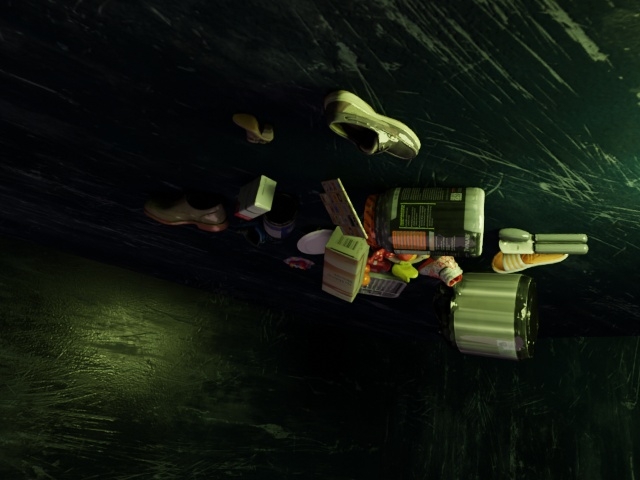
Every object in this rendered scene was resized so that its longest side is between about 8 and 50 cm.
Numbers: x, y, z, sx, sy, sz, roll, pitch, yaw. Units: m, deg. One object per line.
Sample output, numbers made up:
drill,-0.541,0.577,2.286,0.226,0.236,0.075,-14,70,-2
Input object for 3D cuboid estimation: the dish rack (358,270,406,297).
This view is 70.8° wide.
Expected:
dish rack,0.283,0.209,2.319,0.285,0.072,0.333,9,161,2

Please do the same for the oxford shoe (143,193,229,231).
oxford shoe,-0.516,-0.135,1.718,0.348,0.123,0.130,8,134,8

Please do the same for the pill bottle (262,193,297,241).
pill bottle,-0.149,-0.075,1.648,0.122,0.123,0.219,10,161,-2

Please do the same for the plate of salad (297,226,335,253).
plate of salad,0.000,0.000,1.878,0.199,0.048,0.200,-8,151,-4

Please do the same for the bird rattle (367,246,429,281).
bird rattle,0.324,0.044,1.839,0.253,0.143,0.207,37,137,-28

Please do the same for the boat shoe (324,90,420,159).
boat shoe,0.124,-0.251,1.078,0.285,0.092,0.102,23,156,-34

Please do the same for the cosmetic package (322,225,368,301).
cosmetic package,0.100,0.101,1.834,0.153,0.129,0.296,21,143,16

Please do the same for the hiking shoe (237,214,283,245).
hiking shoe,-0.245,-0.033,1.794,0.113,0.132,0.304,-2,158,28

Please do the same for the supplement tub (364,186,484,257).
supplement tub,0.313,-0.057,1.361,0.337,0.207,0.207,3,159,19

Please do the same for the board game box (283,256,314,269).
board game box,-0.115,0.127,2.329,0.133,0.033,0.168,18,158,-25

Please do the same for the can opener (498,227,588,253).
can opener,0.755,0.008,1.538,0.280,0.074,0.093,3,159,18

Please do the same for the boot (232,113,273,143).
boot,-0.181,-0.289,1.190,0.118,0.042,0.087,16,162,-18

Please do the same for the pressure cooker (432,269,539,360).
pressure cooker,0.700,0.315,1.955,0.420,0.370,0.375,-1,179,34

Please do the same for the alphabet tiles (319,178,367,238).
alphabet tiles,0.059,-0.100,1.425,0.009,0.198,0.237,-30,-168,-14

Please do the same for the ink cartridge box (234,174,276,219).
ink cartridge box,-0.219,-0.141,1.514,0.063,0.109,0.150,23,156,-32

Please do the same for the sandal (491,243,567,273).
sandal,0.743,0.045,1.628,0.265,0.102,0.076,-18,147,36

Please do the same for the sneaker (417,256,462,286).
sneaker,0.500,0.136,1.887,0.090,0.145,0.270,-29,164,-15

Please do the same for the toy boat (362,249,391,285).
toy boat,0.194,0.128,2.011,0.231,0.151,0.151,11,160,-5
